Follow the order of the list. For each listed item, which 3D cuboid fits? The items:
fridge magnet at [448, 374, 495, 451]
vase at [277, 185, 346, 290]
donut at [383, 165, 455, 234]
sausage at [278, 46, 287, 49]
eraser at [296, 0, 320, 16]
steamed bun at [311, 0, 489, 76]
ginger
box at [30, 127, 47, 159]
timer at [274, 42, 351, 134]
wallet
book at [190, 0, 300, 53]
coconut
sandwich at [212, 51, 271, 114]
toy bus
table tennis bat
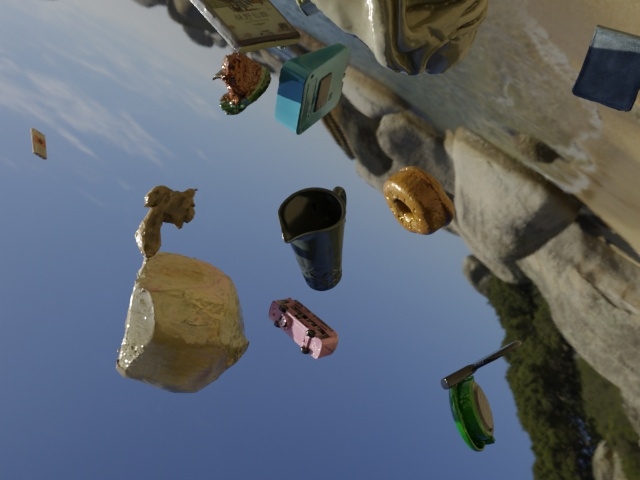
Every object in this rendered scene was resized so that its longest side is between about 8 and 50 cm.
[{"bbox_3d":[0.409,0.467,1.578,0.208,0.088,0.208,45,-148,-39],"label":"fridge magnet"},{"bbox_3d":[0.000,0.000,1.467,0.156,0.251,0.301,23,149,22],"label":"vase"},{"bbox_3d":[0.284,-0.115,1.695,0.226,0.114,0.226,49,167,15],"label":"donut"},{"bbox_3d":[-0.201,-0.695,1.918,0.269,0.033,0.033,40,-167,27],"label":"sausage"},{"bbox_3d":[0.028,-0.569,1.297,0.117,0.172,0.058,-38,-70,-78],"label":"eraser"},{"bbox_3d":[0.156,-0.463,1.032,0.324,0.219,0.310,49,-143,7],"label":"steamed bun"},{"bbox_3d":[-0.396,-0.053,1.492,0.133,0.214,0.059,15,162,-15],"label":"ginger"},{"bbox_3d":[-0.786,-0.269,1.614,0.046,0.012,0.083,44,-155,-64],"label":"box"},{"bbox_3d":[-0.019,-0.468,1.752,0.091,0.232,0.250,36,-129,18],"label":"timer"},{"bbox_3d":[0.783,-0.456,1.547,0.167,0.036,0.222,27,147,23],"label":"wallet"},{"bbox_3d":[-0.160,-0.449,1.106,0.157,0.026,0.231,-26,-111,-40],"label":"book"},{"bbox_3d":[-0.385,0.253,1.691,0.405,0.404,0.404,32,-168,-7],"label":"coconut"},{"bbox_3d":[-0.228,-0.456,1.624,0.160,0.109,0.184,61,-145,-36],"label":"sandwich"},{"bbox_3d":[-0.043,0.216,1.443,0.090,0.063,0.203,-5,-150,-45],"label":"toy bus"},{"bbox_3d":[0.375,0.290,1.361,0.236,0.150,0.027,-20,-108,-29],"label":"table tennis bat"}]
